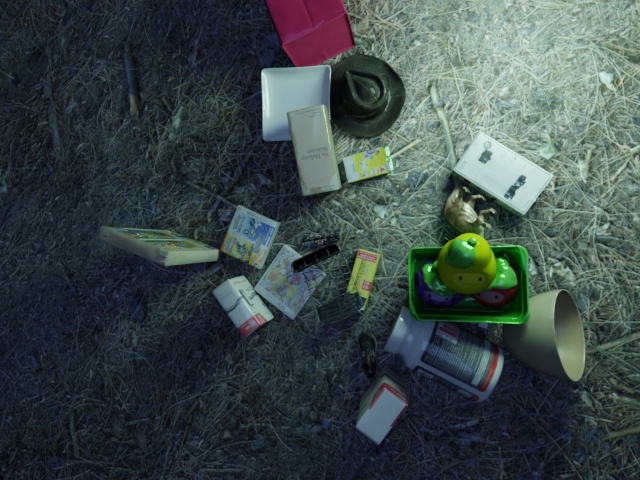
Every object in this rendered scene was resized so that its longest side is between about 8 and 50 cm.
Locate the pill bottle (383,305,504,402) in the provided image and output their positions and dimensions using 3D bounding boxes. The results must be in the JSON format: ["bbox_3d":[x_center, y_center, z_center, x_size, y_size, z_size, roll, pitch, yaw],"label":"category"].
[{"bbox_3d":[0.419,0.383,1.419,0.362,0.210,0.210,25,94,11],"label":"pill bottle"}]

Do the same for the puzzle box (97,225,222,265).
[{"bbox_3d":[-0.574,0.018,1.525,0.272,0.409,0.052,19,93,10],"label":"puzzle box"}]

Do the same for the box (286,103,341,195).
[{"bbox_3d":[-0.019,-0.333,1.534,0.147,0.121,0.311,-10,98,11],"label":"box"}]

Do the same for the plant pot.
[{"bbox_3d":[0.724,0.312,1.351,0.190,0.284,0.284,-14,86,45],"label":"plant pot"}]

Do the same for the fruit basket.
[{"bbox_3d":[0.461,0.121,1.284,0.391,0.392,0.283,-1,89,12],"label":"fruit basket"}]

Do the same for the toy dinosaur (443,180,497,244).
[{"bbox_3d":[0.506,-0.068,1.459,0.200,0.127,0.296,-47,60,43],"label":"toy dinosaur"}]

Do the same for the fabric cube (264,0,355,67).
[{"bbox_3d":[-0.045,-0.830,1.504,0.259,0.254,0.258,-22,87,10],"label":"fabric cube"}]

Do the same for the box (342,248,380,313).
[{"bbox_3d":[0.157,0.153,1.551,0.087,0.058,0.233,17,93,13],"label":"box"}]

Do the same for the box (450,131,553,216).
[{"bbox_3d":[0.633,-0.232,1.442,0.289,0.087,0.169,34,96,10],"label":"box"}]

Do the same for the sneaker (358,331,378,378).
[{"bbox_3d":[0.184,0.434,1.534,0.071,0.077,0.178,-14,86,10],"label":"sneaker"}]

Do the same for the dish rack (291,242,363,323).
[{"bbox_3d":[0.031,0.168,1.524,0.208,0.074,0.272,-25,79,19],"label":"dish rack"}]

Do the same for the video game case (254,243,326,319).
[{"bbox_3d":[-0.124,0.165,1.626,0.206,0.026,0.227,36,96,9],"label":"video game case"}]

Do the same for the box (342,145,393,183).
[{"bbox_3d":[0.183,-0.288,1.559,0.179,0.043,0.105,-13,87,14],"label":"box"}]

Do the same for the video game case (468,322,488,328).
[{"bbox_3d":[0.518,0.185,1.485,0.232,0.042,0.210,17,93,11],"label":"video game case"}]

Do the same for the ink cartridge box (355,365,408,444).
[{"bbox_3d":[0.218,0.573,1.446,0.100,0.237,0.172,35,96,7],"label":"ink cartridge box"}]

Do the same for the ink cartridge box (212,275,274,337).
[{"bbox_3d":[-0.299,0.252,1.593,0.092,0.158,0.218,-40,82,10],"label":"ink cartridge box"}]

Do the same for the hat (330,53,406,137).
[{"bbox_3d":[0.153,-0.559,1.522,0.331,0.134,0.332,0,90,12],"label":"hat"}]

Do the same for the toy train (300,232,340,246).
[{"bbox_3d":[0.000,0.000,1.602,0.158,0.027,0.036,-9,99,11],"label":"toy train"}]

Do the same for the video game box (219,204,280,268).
[{"bbox_3d":[-0.285,-0.015,1.650,0.187,0.048,0.205,23,94,13],"label":"video game box"}]

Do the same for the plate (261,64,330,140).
[{"bbox_3d":[-0.093,-0.532,1.600,0.277,0.045,0.278,2,99,11],"label":"plate"}]
